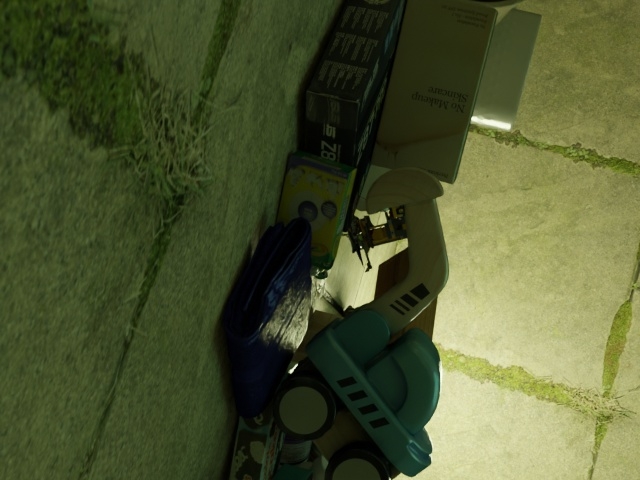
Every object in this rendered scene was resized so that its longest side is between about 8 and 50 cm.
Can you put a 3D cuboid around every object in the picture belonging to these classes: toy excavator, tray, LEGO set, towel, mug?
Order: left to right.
[{"bbox_3d":[-0.087,0.125,1.403,0.308,0.076,0.227,92,23,-56],"label":"towel"},{"bbox_3d":[0.108,-0.081,2.060,0.331,0.192,0.255,-49,123,-76],"label":"LEGO set"},{"bbox_3d":[0.115,0.157,1.517,0.445,0.433,0.222,-38,177,7],"label":"toy excavator"},{"bbox_3d":[0.166,0.225,1.955,0.203,0.076,0.410,142,-38,-63],"label":"tray"},{"bbox_3d":[0.331,-0.471,2.099,0.276,0.328,0.374,-33,137,-77],"label":"mug"}]

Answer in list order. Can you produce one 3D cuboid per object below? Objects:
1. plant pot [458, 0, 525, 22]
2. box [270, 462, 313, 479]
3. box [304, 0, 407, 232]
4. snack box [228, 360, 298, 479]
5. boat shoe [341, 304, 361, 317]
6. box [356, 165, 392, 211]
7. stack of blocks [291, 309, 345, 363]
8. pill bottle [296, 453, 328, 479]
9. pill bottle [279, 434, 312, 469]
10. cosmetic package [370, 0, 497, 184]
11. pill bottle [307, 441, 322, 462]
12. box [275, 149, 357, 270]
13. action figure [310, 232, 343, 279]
[{"bbox_3d":[0.272,-0.529,1.819,0.305,0.334,0.333,112,-3,-69],"label":"plant pot"},{"bbox_3d":[-0.075,0.480,1.570,0.244,0.060,0.100,-21,122,-76],"label":"box"},{"bbox_3d":[0.065,-0.262,1.569,0.318,0.097,0.395,91,15,-51],"label":"box"},{"bbox_3d":[-0.111,0.386,1.625,0.187,0.060,0.322,-6,107,-80],"label":"snack box"},{"bbox_3d":[0.096,0.247,2.572,0.355,0.132,0.130,102,-5,-81],"label":"boat shoe"},{"bbox_3d":[0.129,-0.199,1.841,0.113,0.094,0.275,3,-113,63],"label":"box"},{"bbox_3d":[-0.023,0.311,2.006,0.297,0.087,0.171,-61,163,-56],"label":"stack of blocks"},{"bbox_3d":[-0.036,0.507,1.754,0.208,0.117,0.117,-44,-179,19],"label":"pill bottle"},{"bbox_3d":[-0.068,0.389,1.800,0.108,0.108,0.193,-58,161,-61],"label":"pill bottle"},{"bbox_3d":[0.202,-0.271,1.605,0.113,0.160,0.309,-42,144,-75],"label":"cosmetic package"},{"bbox_3d":[0.032,0.445,1.874,0.131,0.131,0.229,-57,161,-63],"label":"pill bottle"},{"bbox_3d":[-0.014,-0.042,1.427,0.043,0.105,0.179,-39,144,-61],"label":"box"},{"bbox_3d":[0.000,0.000,1.710,0.137,0.063,0.232,-56,161,-33],"label":"action figure"}]
